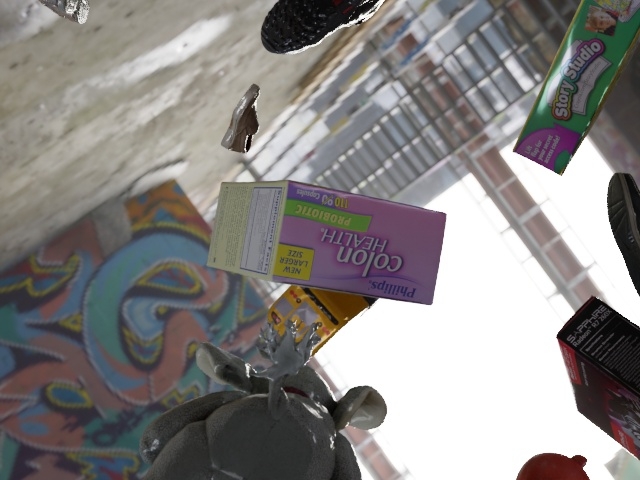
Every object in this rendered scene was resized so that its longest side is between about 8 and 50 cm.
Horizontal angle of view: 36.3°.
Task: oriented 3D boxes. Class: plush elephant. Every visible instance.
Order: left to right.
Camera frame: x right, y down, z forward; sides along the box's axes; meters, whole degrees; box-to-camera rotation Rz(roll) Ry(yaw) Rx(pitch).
[{"bbox_3d":[-0.059,0.244,1.167,0.255,0.271,0.330,23,87,-80],"label":"plush elephant"}]

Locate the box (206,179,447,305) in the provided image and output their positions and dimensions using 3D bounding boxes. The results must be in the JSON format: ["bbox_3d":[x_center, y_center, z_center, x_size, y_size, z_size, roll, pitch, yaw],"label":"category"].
[{"bbox_3d":[0.000,0.000,1.226,0.213,0.117,0.243,10,179,-24],"label":"box"}]

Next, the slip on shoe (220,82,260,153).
[{"bbox_3d":[-0.103,-0.169,1.378,0.051,0.041,0.135,-61,-177,-40],"label":"slip on shoe"}]

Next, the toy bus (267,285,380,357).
[{"bbox_3d":[0.049,0.083,1.641,0.130,0.108,0.332,-48,170,24],"label":"toy bus"}]

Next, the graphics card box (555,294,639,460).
[{"bbox_3d":[0.489,0.254,1.298,0.094,0.371,0.233,-42,140,-12],"label":"graphics card box"}]

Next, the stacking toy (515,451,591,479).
[{"bbox_3d":[0.240,0.404,1.206,0.309,0.279,0.130,-27,-171,39],"label":"stacking toy"}]

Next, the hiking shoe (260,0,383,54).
[{"bbox_3d":[0.023,-0.327,1.401,0.227,0.086,0.114,-26,167,23],"label":"hiking shoe"}]

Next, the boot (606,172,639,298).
[{"bbox_3d":[0.600,-0.016,1.665,0.178,0.236,0.085,-11,162,-6],"label":"boot"}]

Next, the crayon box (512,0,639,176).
[{"bbox_3d":[0.464,-0.332,1.582,0.313,0.106,0.363,-52,165,-44],"label":"crayon box"}]

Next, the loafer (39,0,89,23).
[{"bbox_3d":[-0.323,-0.303,1.233,0.125,0.039,0.045,-95,-164,-85],"label":"loafer"}]
